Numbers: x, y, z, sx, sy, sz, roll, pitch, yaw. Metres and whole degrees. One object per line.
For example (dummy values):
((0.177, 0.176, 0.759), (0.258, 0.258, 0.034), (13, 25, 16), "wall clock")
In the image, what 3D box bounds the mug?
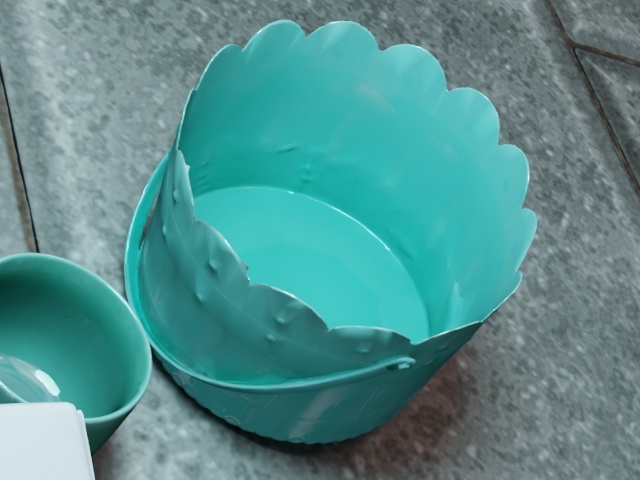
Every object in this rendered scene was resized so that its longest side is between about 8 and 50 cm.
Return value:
((-0.194, 0.091, 1.051), (0.129, 0.097, 0.158), (51, 38, 11), "mug")

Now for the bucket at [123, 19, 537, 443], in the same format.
((0.000, 0.000, 1.205), (0.281, 0.183, 0.281), (12, 50, -15), "bucket")

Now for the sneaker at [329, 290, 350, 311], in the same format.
((0.002, 0.047, 1.321), (0.109, 0.044, 0.040), (40, 38, 0), "sneaker")

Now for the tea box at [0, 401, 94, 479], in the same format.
((-0.249, 0.257, 0.660), (0.323, 0.220, 0.329), (-3, 73, -43), "tea box")
